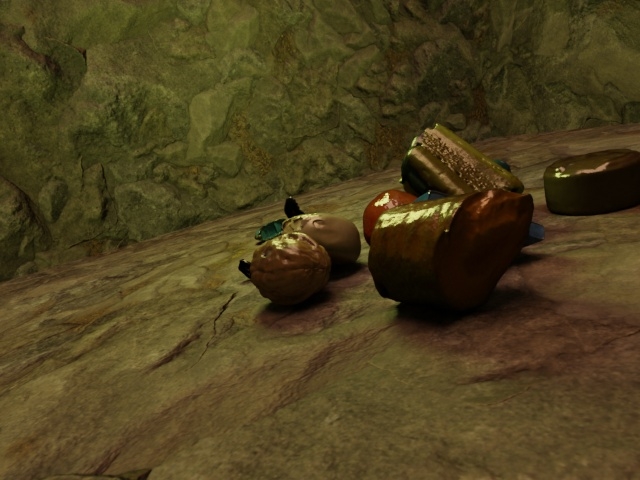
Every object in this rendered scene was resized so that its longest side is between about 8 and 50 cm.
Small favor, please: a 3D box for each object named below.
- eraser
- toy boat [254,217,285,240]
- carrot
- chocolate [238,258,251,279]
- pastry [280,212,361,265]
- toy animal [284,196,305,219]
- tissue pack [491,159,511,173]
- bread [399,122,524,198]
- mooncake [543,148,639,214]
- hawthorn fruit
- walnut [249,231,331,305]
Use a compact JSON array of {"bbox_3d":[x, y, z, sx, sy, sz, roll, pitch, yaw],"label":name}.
[{"bbox_3d":[0.373,-0.044,1.191,0.312,0.042,0.144,16,-17,-10],"label":"eraser"},{"bbox_3d":[-0.228,-0.045,2.230,0.186,0.075,0.077,-26,8,-32],"label":"toy boat"},{"bbox_3d":[0.262,0.026,1.025,0.242,0.241,0.341,-25,13,-38],"label":"carrot"},{"bbox_3d":[-0.203,0.094,1.630,0.147,0.072,0.070,-2,5,27],"label":"chocolate"},{"bbox_3d":[0.000,-0.001,1.483,0.265,0.133,0.265,2,-12,1],"label":"pastry"},{"bbox_3d":[-0.031,-0.006,1.795,0.160,0.197,0.272,-5,47,-44],"label":"toy animal"},{"bbox_3d":[0.523,-0.177,1.685,0.288,0.198,0.206,-5,15,44],"label":"tissue pack"},{"bbox_3d":[0.415,-0.164,1.474,0.251,0.208,0.376,-32,56,-17],"label":"bread"},{"bbox_3d":[0.839,-0.188,1.491,0.285,0.155,0.284,-16,12,3],"label":"mooncake"},{"bbox_3d":[0.244,-0.032,1.419,0.211,0.210,0.262,-18,32,-17],"label":"hawthorn fruit"},{"bbox_3d":[-0.083,0.077,1.303,0.245,0.198,0.198,-7,15,36],"label":"walnut"}]
